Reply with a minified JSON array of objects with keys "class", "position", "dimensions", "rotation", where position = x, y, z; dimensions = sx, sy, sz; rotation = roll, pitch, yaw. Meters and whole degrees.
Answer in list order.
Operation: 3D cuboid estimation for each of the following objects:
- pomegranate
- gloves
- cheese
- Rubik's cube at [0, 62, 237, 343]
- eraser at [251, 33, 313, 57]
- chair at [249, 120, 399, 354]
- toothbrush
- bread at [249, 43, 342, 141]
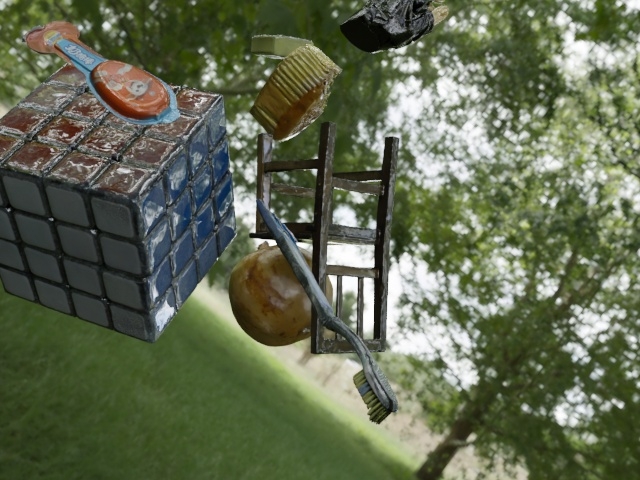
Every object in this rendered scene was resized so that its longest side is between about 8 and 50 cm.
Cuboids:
[{"class":"pomegranate","position":[-0.087,0.111,1.665],"dimensions":[0.248,0.248,0.248],"rotation":[39,-8,7]},{"class":"gloves","position":[0.162,-0.443,1.516],"dimensions":[0.164,0.203,0.124],"rotation":[28,-29,43]},{"class":"cheese","position":[-0.315,-0.244,1.126],"dimensions":[0.256,0.106,0.037],"rotation":[35,-41,5]},{"class":"Rubik's cube","position":[-0.379,-0.076,1.398],"dimensions":[0.343,0.344,0.337],"rotation":[16,-47,15]},{"class":"eraser","position":[-0.106,-0.523,2.090],"dimensions":[0.117,0.058,0.172],"rotation":[3,12,-27]},{"class":"chair","position":[0.000,0.000,1.507],"dimensions":[0.203,0.416,0.240],"rotation":[7,-4,-40]},{"class":"toothbrush","position":[-0.006,0.071,1.024],"dimensions":[0.035,0.042,0.413],"rotation":[39,14,-48]},{"class":"bread","position":[-0.060,-0.360,1.920],"dimensions":[0.133,0.250,0.179],"rotation":[47,35,7]}]
